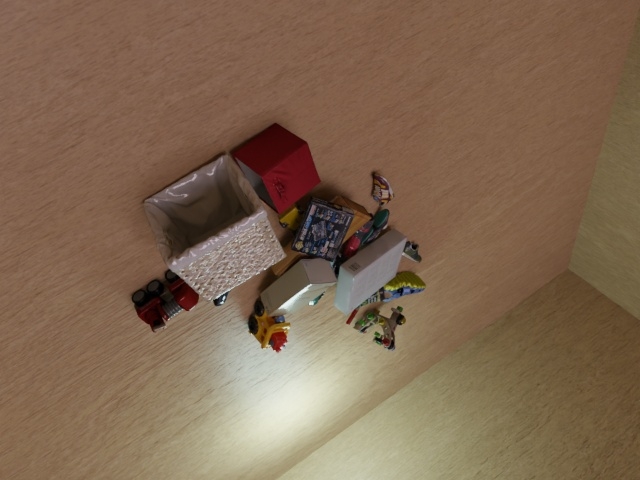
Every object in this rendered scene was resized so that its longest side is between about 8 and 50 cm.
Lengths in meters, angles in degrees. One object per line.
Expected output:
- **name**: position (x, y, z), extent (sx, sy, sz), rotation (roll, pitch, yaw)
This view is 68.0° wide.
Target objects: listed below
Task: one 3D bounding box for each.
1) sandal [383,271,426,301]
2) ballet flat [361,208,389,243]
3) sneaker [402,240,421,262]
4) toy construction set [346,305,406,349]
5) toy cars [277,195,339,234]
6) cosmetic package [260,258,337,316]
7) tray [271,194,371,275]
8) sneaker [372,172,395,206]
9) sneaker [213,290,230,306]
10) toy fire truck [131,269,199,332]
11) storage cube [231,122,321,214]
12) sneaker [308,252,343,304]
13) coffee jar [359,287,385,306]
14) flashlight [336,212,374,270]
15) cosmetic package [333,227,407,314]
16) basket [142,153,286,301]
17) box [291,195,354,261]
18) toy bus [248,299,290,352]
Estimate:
- **sandal**: position (0.425, 0.253, 2.550), extent (0.317, 0.126, 0.138), rotation (1, 126, -28)
- **ballet flat**: position (0.257, -0.061, 2.170), extent (0.074, 0.074, 0.203), rotation (17, 120, -45)
- **sneaker**: position (0.485, 0.056, 2.453), extent (0.192, 0.064, 0.086), rotation (22, 115, -43)
- **toy construction set**: position (0.314, 0.424, 2.577), extent (0.309, 0.257, 0.237), rotation (36, 81, -27)
- **toy cars**: position (-0.019, -0.117, 1.893), extent (0.393, 0.087, 0.176), rotation (-13, 148, -34)
- **cosmetic package**: position (-0.094, 0.197, 1.959), extent (0.160, 0.113, 0.309), rotation (0, 150, -43)
- **tray**: position (0.000, 0.000, 1.931), extent (0.411, 0.076, 0.203), rotation (-41, 152, 18)
- **sneaker**: position (0.258, -0.212, 2.034), extent (0.084, 0.069, 0.185), rotation (-46, 139, -3)
- **sneaker**: position (-0.336, 0.125, 1.834), extent (0.131, 0.112, 0.319), rotation (-1, 127, -34)
- **toy fire truck**: position (-0.535, 0.236, 1.671), extent (0.217, 0.246, 0.158), rotation (-34, 140, -8)
- **storage cube**: position (-0.142, -0.240, 1.585), extent (0.193, 0.215, 0.184), rotation (-40, 140, -15)
- **sneaker**: position (0.020, 0.176, 2.139), extent (0.121, 0.108, 0.302), rotation (9, 121, -13)
- **coffee jar**: position (0.236, 0.280, 2.412), extent (0.184, 0.079, 0.096), rotation (-15, 128, -6)
- **flashlight**: position (0.144, 0.009, 2.121), extent (0.103, 0.103, 0.304), rotation (13, 120, -15)
- **cosmetic package**: position (0.233, 0.144, 2.230), extent (0.377, 0.097, 0.284), rotation (-32, 145, -33)
- **basket**: position (-0.335, -0.033, 1.523), extent (0.331, 0.328, 0.266), rotation (-31, 140, -8)
- **box**: position (0.006, -0.038, 1.780), extent (0.175, 0.051, 0.220), rotation (17, 117, -13)
- **toy bus**: position (-0.202, 0.378, 2.090), extent (0.149, 0.211, 0.220), rotation (1, 123, -37)
